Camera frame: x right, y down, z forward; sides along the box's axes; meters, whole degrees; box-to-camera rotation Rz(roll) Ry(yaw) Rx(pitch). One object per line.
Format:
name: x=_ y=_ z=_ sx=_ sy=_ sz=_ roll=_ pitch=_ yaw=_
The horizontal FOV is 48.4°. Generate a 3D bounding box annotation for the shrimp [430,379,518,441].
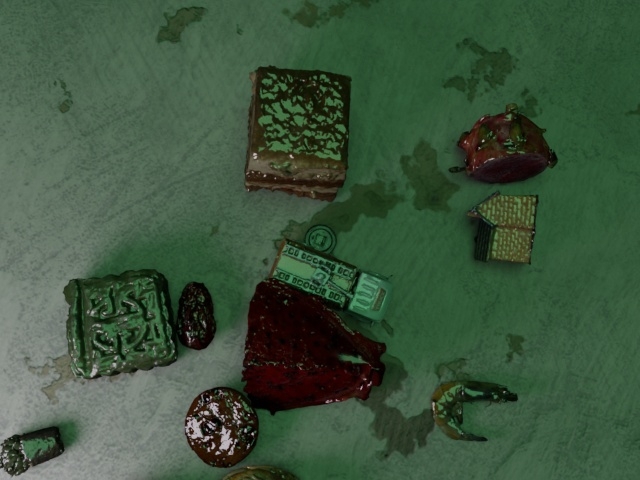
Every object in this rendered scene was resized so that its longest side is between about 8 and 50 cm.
shrimp: x=0.383 y=0.423 z=1.768 sx=0.217 sy=0.051 sz=0.150 roll=-2 pitch=81 yaw=2

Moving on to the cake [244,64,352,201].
cake: x=-0.061 y=-0.254 z=1.749 sx=0.255 sy=0.290 sz=0.282 roll=3 pitch=81 yaw=-3

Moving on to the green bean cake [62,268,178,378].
green bean cake: x=-0.477 y=0.198 z=1.693 sx=0.255 sy=0.132 sz=0.241 roll=-7 pitch=82 yaw=-7

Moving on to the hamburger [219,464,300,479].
hamburger: x=-0.154 y=0.642 z=1.621 sx=0.286 sy=0.146 sz=0.243 roll=-17 pitch=86 yaw=-15

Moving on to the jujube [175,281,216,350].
jujube: x=-0.300 y=0.184 z=1.729 sx=0.104 sy=0.104 sz=0.166 roll=4 pitch=69 yaw=-5

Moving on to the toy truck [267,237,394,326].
toy truck: x=0.029 y=0.100 z=1.731 sx=0.305 sy=0.162 sz=0.136 roll=22 pitch=86 yaw=-1

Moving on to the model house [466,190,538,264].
model house: x=0.460 y=-0.035 z=1.826 sx=0.172 sy=0.166 sz=0.183 roll=4 pitch=93 yaw=11

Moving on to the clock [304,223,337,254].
clock: x=0.000 y=0.000 z=1.834 sx=0.085 sy=0.017 sz=0.085 roll=1 pitch=78 yaw=-5

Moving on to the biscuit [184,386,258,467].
biscuit: x=-0.233 y=0.441 z=1.675 sx=0.192 sy=0.049 sz=0.192 roll=1 pitch=93 yaw=15

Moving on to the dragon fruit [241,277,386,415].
dragon fruit: x=-0.015 y=0.259 z=1.683 sx=0.329 sy=0.286 sz=0.228 roll=1 pitch=52 yaw=0

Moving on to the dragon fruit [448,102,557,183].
dragon fruit: x=0.466 y=-0.245 z=1.837 sx=0.282 sy=0.211 sz=0.147 roll=-3 pitch=72 yaw=2

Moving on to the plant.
plant: x=-0.666 y=0.482 z=1.632 sx=0.143 sy=0.094 sz=0.092 roll=-18 pitch=91 yaw=-13
